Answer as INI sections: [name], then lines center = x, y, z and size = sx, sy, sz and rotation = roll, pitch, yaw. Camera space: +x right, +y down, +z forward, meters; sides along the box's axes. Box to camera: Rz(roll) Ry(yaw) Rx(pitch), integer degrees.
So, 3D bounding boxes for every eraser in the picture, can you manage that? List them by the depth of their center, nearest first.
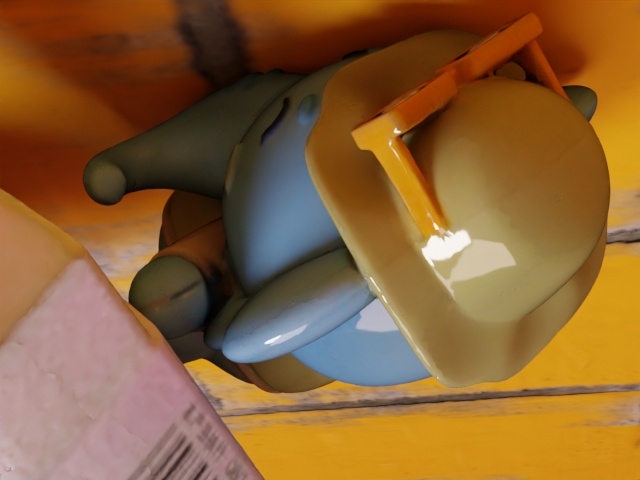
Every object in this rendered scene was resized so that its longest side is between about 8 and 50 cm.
[eraser]
center = -0.104, 0.070, 0.664
size = 0.130, 0.086, 0.287
rotation = 28, 161, 28

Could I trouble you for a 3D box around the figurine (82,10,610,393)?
[figurine]
center = 0.003, 0.003, 0.690
size = 0.262, 0.154, 0.180
rotation = -24, 162, 39
